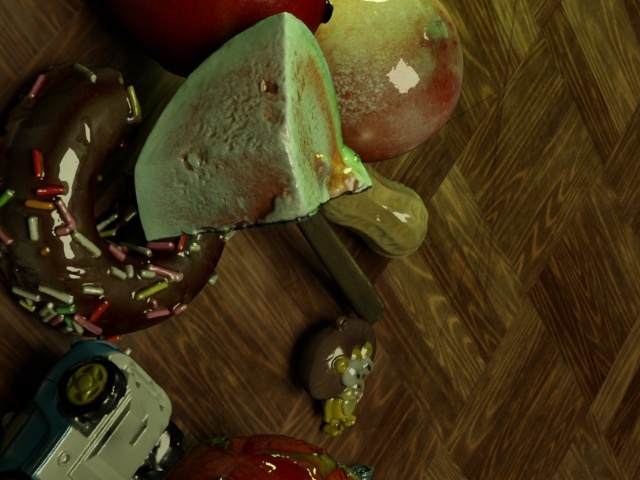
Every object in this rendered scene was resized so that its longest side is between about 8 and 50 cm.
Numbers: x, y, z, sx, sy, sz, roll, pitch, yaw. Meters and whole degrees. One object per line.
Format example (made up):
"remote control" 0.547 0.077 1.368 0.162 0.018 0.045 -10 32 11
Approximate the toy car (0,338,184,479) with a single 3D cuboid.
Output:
"toy car" -0.304 0.264 1.507 0.314 0.166 0.198 -55 140 -16

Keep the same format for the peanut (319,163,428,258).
"peanut" 0.074 -0.048 1.912 0.274 0.125 0.111 27 90 -45

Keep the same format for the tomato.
"tomato" 0.077 -0.247 1.799 0.270 0.227 0.270 20 58 -37

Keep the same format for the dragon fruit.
"dragon fruit" -0.088 0.390 1.686 0.342 0.277 0.277 -50 128 -29

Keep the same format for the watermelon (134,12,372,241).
"watermelon" -0.044 -0.116 1.489 0.319 0.214 0.290 -1 123 -29

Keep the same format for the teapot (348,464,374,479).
"teapot" 0.055 0.391 2.007 0.049 0.063 0.083 -40 126 -75

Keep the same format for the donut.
"donut" -0.265 -0.024 1.545 0.259 0.136 0.345 -54 128 -32

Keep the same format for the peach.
"peach" -0.153 -0.344 1.529 0.201 0.257 0.362 -48 131 -39

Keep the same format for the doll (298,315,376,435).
"doll" 0.037 0.194 1.928 0.145 0.096 0.188 -47 136 -24

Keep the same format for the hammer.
"hammer" 0.000 0.000 1.803 0.168 0.044 0.440 -42 143 -7
